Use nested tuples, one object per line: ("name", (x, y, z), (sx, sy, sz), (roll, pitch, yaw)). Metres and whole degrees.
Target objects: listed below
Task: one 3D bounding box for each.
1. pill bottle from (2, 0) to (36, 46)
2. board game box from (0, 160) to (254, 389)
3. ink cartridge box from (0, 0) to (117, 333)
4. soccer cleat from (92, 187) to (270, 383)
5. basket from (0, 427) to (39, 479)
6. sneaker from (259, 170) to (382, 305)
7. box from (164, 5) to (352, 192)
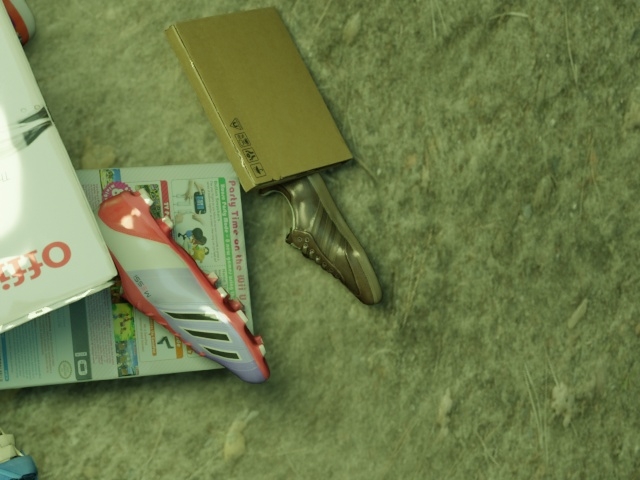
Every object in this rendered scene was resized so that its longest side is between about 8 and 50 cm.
("pill bottle", (-0.396, -0.192, 1.732), (0.193, 0.108, 0.108), (-46, 101, -19))
("board game box", (-0.231, 0.036, 1.778), (0.303, 0.097, 0.224), (-3, 85, -21))
("ink cartridge box", (-0.396, -0.083, 1.581), (0.285, 0.166, 0.395), (-23, 90, -9))
("soccer cleat", (-0.148, 0.059, 1.723), (0.095, 0.083, 0.248), (-38, 101, 1))
("basket", (-0.385, 0.286, 1.633), (0.255, 0.201, 0.289), (-28, 85, -22))
("sneaker", (0.000, 0.000, 1.898), (0.071, 0.066, 0.188), (-30, 90, -5))
("box", (-0.065, -0.159, 1.851), (0.164, 0.021, 0.201), (-18, 77, -46))
